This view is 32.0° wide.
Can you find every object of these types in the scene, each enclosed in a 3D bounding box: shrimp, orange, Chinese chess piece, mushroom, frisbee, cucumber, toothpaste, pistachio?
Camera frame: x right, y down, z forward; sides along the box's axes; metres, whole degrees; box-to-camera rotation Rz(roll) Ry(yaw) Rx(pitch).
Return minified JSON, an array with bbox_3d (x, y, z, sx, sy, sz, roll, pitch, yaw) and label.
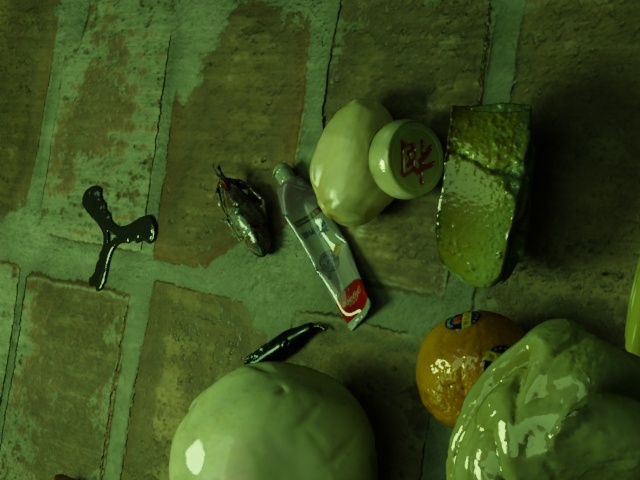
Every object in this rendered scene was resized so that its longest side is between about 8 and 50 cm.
[{"bbox_3d":[-0.136,-0.055,1.895,0.075,0.073,0.190,-30,72,-17],"label":"shrimp"},{"bbox_3d":[0.219,0.181,1.547,0.178,0.155,0.177,4,113,9],"label":"orange"},{"bbox_3d":[0.129,-0.122,1.676,0.051,0.122,0.122,-4,82,55],"label":"Chinese chess piece"},{"bbox_3d":[-0.084,0.311,1.678,0.315,0.315,0.356,-50,59,21],"label":"mushroom"},{"bbox_3d":[-0.398,0.009,2.111,0.211,0.012,0.187,21,98,35],"label":"frisbee"},{"bbox_3d":[-0.059,0.171,1.829,0.163,0.039,0.043,-38,85,28],"label":"cucumber"},{"bbox_3d":[0.000,0.000,1.804,0.075,0.048,0.301,-39,66,22],"label":"toothpaste"},{"bbox_3d":[0.060,-0.119,1.738,0.145,0.117,0.200,15,85,-2],"label":"pistachio"}]

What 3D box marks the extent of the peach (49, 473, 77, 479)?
[{"bbox_3d":[-0.466,0.495,2.034,0.118,0.151,0.151,-18,73,20],"label":"peach"}]

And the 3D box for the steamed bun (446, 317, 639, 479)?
[{"bbox_3d":[0.318,0.265,1.379,0.325,0.372,0.230,-34,34,23],"label":"steamed bun"}]

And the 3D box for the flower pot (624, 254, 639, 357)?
[{"bbox_3d":[0.468,0.078,1.378,0.195,0.195,0.179,34,117,34],"label":"flower pot"}]

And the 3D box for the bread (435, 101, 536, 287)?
[{"bbox_3d":[0.238,-0.063,1.558,0.124,0.186,0.257,5,92,20],"label":"bread"}]
